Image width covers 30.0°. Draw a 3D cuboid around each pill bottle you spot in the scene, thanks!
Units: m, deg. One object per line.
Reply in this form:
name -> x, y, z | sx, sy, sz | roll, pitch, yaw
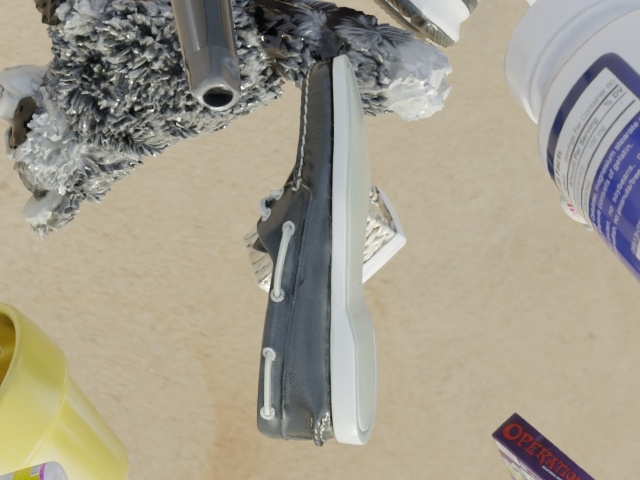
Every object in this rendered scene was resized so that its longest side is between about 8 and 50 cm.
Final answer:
pill bottle -> 0.167, -0.044, 0.554 | 0.112, 0.186, 0.112 | -16, 136, -16
pill bottle -> -0.255, 0.215, 1.000 | 0.083, 0.043, 0.043 | -16, 109, 5

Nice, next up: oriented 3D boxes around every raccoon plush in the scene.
raccoon plush -> -0.128, -0.103, 1.162 | 0.216, 0.446, 0.299 | -36, 147, -51

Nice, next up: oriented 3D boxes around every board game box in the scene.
board game box -> 0.348, 0.356, 1.367 | 0.056, 0.347, 0.208 | -39, 141, -13

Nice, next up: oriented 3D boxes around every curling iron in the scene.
curling iron -> -0.072, -0.157, 0.498 | 0.068, 0.035, 0.274 | 1, 54, -29

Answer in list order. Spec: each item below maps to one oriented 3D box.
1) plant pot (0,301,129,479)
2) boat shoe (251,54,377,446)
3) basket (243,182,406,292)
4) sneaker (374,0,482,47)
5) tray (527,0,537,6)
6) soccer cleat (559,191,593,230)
plant pot -> -0.359, 0.240, 1.384 | 0.254, 0.254, 0.239 | -52, 125, -14
boat shoe -> -0.010, 0.007, 0.925 | 0.114, 0.091, 0.302 | 26, 63, -75
basket -> 0.000, 0.000, 1.421 | 0.103, 0.113, 0.167 | 33, 111, -34
sneaker -> 0.040, -0.424, 1.155 | 0.447, 0.169, 0.257 | 42, 94, -7
tray -> 0.226, -0.175, 0.881 | 0.270, 0.145, 0.030 | 50, 63, -14
soccer cleat -> 0.300, -0.055, 1.138 | 0.143, 0.331, 0.116 | -17, 79, 10
